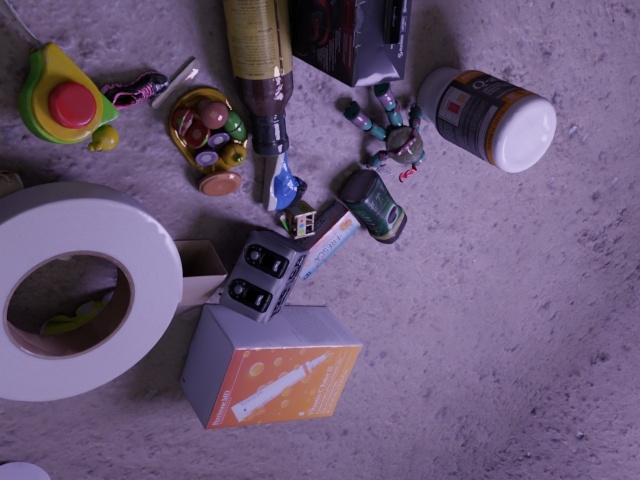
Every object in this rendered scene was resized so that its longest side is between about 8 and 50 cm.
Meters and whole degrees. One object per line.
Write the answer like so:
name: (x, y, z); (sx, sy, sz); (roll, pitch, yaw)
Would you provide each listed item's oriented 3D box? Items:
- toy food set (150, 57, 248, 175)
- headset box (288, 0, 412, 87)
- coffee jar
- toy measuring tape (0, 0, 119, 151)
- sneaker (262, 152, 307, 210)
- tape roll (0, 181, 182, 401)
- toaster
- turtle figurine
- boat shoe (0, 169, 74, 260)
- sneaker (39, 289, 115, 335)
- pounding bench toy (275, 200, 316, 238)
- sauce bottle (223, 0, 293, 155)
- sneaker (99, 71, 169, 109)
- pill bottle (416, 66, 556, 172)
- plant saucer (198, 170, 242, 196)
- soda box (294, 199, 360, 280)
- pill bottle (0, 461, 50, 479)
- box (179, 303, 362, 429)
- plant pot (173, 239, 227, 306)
toy food set: (-0.199, -0.200, 1.155); (0.128, 0.071, 0.218); (-41, 133, -6)
headset box: (0.039, -0.391, 1.044); (0.110, 0.293, 0.218); (-15, 125, -26)
coffee jar: (0.127, -0.072, 1.454); (0.184, 0.079, 0.096); (48, 65, -43)
toy measuring tape: (-0.430, -0.241, 0.939); (0.121, 0.121, 0.330); (-44, 127, -3)
sneaker: (-0.067, -0.130, 1.299); (0.084, 0.058, 0.152); (-7, 126, -25)
tape roll: (-0.418, 0.091, 1.055); (0.392, 0.072, 0.392); (-20, 129, -28)
toaster: (-0.113, 0.070, 1.320); (0.168, 0.110, 0.185); (-63, 173, 5)
turtle figurine: (0.163, -0.226, 1.369); (0.175, 0.118, 0.234); (-48, 128, 1)
boat shoe: (-0.510, -0.063, 1.010); (0.302, 0.113, 0.103); (25, 97, -49)
sneaker: (-0.420, 0.172, 1.249); (0.240, 0.091, 0.126); (-15, 144, -28)
pounding bench toy: (-0.058, -0.038, 1.371); (0.083, 0.052, 0.065); (-14, 126, -27)
sauce bottle: (-0.104, -0.314, 1.120); (0.111, 0.111, 0.344); (-19, 128, -24)
sneaker: (-0.303, -0.244, 1.064); (0.119, 0.057, 0.047); (-26, 128, -21)
pill bottle: (0.338, -0.265, 1.345); (0.162, 0.278, 0.162); (-18, 128, -25)
plant saucer: (-0.192, -0.106, 1.229); (0.083, 0.013, 0.083); (-14, 158, -6)
soda box: (0.000, 0.000, 1.433); (0.183, 0.058, 0.063); (-44, 134, -2)
pill bottle: (-0.644, 0.596, 1.305); (0.153, 0.153, 0.265); (8, 113, -38)
box: (-0.112, 0.280, 1.460); (0.345, 0.168, 0.215); (5, 115, -37)
plant pot: (-0.264, 0.071, 1.268); (0.109, 0.109, 0.096); (-1, 130, -35)
